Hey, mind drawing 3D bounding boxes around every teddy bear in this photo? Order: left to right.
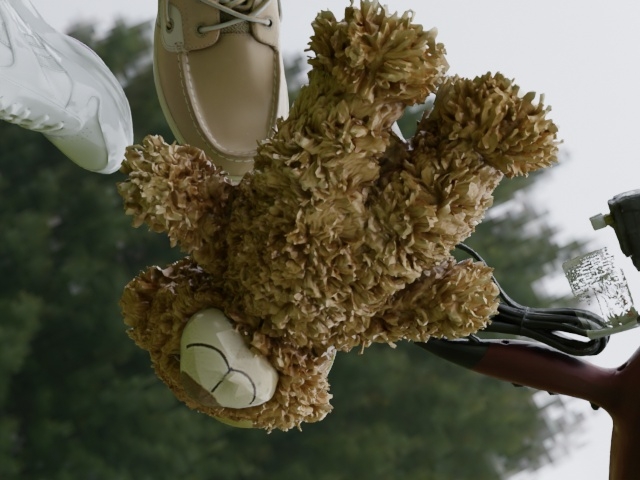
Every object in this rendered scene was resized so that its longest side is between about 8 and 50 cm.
[{"bbox_3d":[0.000,0.000,1.213,0.245,0.338,0.113,41,27,-33],"label":"teddy bear"}]

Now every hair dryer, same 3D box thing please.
[{"bbox_3d":[0.209,0.101,1.512,0.293,0.224,0.080,64,28,-15],"label":"hair dryer"}]

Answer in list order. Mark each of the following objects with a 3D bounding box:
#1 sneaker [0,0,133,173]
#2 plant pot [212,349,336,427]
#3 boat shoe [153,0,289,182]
[{"bbox_3d":[-0.287,-0.146,1.738,0.114,0.152,0.305,1,-38,41],"label":"sneaker"},{"bbox_3d":[-0.058,0.100,1.581,0.134,0.134,0.095,57,-21,25],"label":"plant pot"},{"bbox_3d":[-0.097,-0.218,1.816,0.110,0.122,0.341,117,-36,-65],"label":"boat shoe"}]
